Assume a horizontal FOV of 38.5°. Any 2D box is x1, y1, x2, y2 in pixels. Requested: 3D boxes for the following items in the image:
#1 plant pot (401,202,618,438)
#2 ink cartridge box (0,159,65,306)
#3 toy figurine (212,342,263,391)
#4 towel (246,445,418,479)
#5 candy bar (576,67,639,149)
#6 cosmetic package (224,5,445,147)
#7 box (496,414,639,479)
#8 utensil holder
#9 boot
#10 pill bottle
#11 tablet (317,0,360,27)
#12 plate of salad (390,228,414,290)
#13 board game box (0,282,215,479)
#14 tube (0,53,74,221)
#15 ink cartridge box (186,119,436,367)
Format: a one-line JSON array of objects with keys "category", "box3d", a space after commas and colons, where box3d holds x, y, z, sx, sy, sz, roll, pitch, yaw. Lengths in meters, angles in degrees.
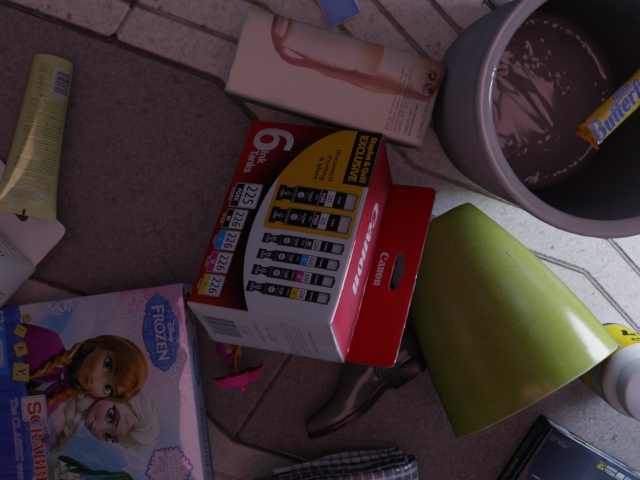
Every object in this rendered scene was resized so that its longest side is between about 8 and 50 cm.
[{"category": "plant pot", "box3d": [0.248, 0.099, 1.382, 0.275, 0.275, 0.293, -30, 81, 1]}, {"category": "ink cartridge box", "box3d": [-0.574, 0.042, 1.347, 0.207, 0.119, 0.353, 44, 94, 11]}, {"category": "toy figurine", "box3d": [-0.136, 0.152, 1.426, 0.130, 0.173, 0.159, -7, 122, -34]}, {"category": "towel", "box3d": [0.023, 0.464, 1.441, 0.284, 0.121, 0.235, -6, 98, -21]}, {"category": "candy bar", "box3d": [0.364, -0.170, 1.065, 0.161, 0.018, 0.040, -43, 99, 2]}, {"category": "cosmetic package", "box3d": [0.016, -0.237, 1.356, 0.296, 0.153, 0.129, 15, 96, -7]}, {"category": "box", "box3d": [0.417, 0.426, 1.525, 0.233, 0.059, 0.183, 32, 97, -7]}, {"category": "utensil holder", "box3d": [0.333, -0.189, 1.264, 0.328, 0.385, 0.327, -1, 98, -4]}, {"category": "boot", "box3d": [0.045, 0.193, 1.470, 0.246, 0.083, 0.161, -37, 87, 2]}, {"category": "pill bottle", "box3d": [0.480, 0.206, 1.420, 0.119, 0.208, 0.119, -1, 99, -4]}, {"category": "tablet", "box3d": [0.021, -0.375, 1.407, 0.054, 0.006, 0.083, -26, 98, 1]}, {"category": "plate of salad", "box3d": [0.066, 0.060, 1.385, 0.048, 0.200, 0.200, 17, 98, -36]}, {"category": "board game box", "box3d": [-0.335, 0.240, 1.388, 0.318, 0.066, 0.318, -9, 85, 6]}, {"category": "tube", "box3d": [-0.419, -0.154, 1.357, 0.070, 0.062, 0.240, 6, 83, 13]}, {"category": "ink cartridge box", "box3d": [0.000, 0.000, 1.286, 0.272, 0.130, 0.309, 8, 62, 16]}]
